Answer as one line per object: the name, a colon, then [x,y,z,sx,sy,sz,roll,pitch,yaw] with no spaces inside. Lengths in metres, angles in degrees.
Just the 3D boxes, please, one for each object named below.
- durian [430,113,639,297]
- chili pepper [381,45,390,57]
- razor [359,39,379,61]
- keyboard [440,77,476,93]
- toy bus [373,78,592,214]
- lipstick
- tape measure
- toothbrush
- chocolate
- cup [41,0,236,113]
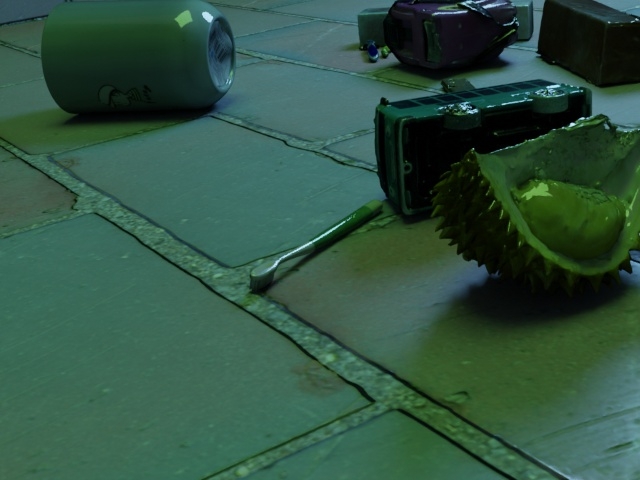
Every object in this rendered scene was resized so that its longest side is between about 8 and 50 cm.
durian: [0.235,-0.044,0.951,0.306,0.167,0.172,-14,20,-20]
chili pepper: [0.145,-0.399,2.078,0.030,0.017,0.083,2,26,19]
razor: [0.106,-0.403,2.083,0.044,0.028,0.155,-6,21,1]
keyboard: [0.242,-0.259,1.702,0.049,0.015,0.129,-3,21,-4]
toy bus: [0.191,-0.120,1.211,0.255,0.128,0.147,-11,20,-17]
lipstick: [0.268,-0.468,2.135,0.371,0.076,0.080,2,22,19]
tape measure: [0.254,-0.415,1.903,0.231,0.149,0.245,-19,25,-25]
toothbrush: [0.000,0.000,1.105,0.018,0.024,0.257,28,35,23]
chocolate: [0.483,-0.365,1.766,0.111,0.112,0.321,-6,22,-6]
cup: [-0.324,-0.336,1.797,0.312,0.206,0.205,1,23,17]
